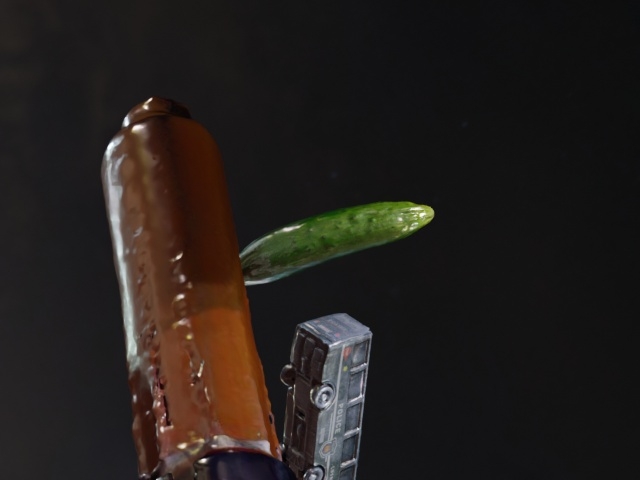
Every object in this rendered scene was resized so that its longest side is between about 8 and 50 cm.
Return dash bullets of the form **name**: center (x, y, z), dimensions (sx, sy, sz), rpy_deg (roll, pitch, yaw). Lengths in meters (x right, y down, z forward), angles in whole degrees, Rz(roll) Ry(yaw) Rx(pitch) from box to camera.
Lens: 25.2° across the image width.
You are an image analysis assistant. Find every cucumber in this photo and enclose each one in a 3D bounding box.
- **cucumber**: center (0.000, 0.000, 1.033), dimensions (0.168, 0.039, 0.039), rpy_deg (-17, -73, 5)

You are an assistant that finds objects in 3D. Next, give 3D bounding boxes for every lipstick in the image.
- **lipstick**: center (-0.055, 0.080, 0.674), dimensions (0.418, 0.077, 0.077), rpy_deg (-104, -158, -43)

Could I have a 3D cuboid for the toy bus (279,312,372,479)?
- **toy bus**: center (0.003, 0.141, 1.150), dimensions (0.047, 0.065, 0.166), rpy_deg (31, -54, 42)
